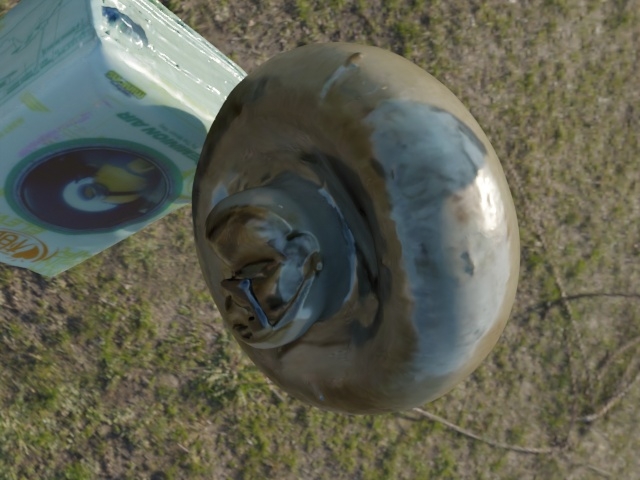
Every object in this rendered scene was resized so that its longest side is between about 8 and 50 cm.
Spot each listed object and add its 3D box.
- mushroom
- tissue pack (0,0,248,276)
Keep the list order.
[{"bbox_3d":[0.000,0.000,0.698,0.294,0.362,0.363,-21,108,-42],"label":"mushroom"},{"bbox_3d":[-0.299,-0.118,0.874,0.287,0.388,0.162,30,40,-53],"label":"tissue pack"}]
